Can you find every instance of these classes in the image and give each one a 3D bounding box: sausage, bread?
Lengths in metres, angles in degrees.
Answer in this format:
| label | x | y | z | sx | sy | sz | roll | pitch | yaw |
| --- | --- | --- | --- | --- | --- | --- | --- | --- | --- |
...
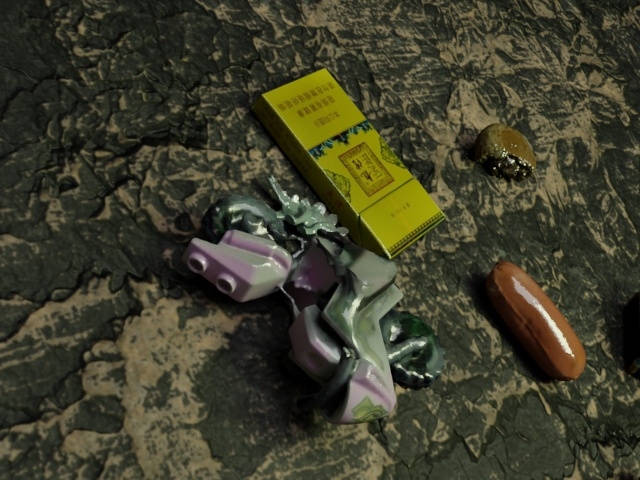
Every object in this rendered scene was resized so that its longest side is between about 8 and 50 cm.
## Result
| label | x | y | z | sx | sy | sz | roll | pitch | yaw |
| --- | --- | --- | --- | --- | --- | --- | --- | --- | --- |
| sausage | 0.302 | 0.113 | 1.311 | 0.194 | 0.077 | 0.077 | 52 | 43 | 5 |
| bread | 0.292 | -0.142 | 1.495 | 0.113 | 0.060 | 0.082 | 26 | 48 | -24 |

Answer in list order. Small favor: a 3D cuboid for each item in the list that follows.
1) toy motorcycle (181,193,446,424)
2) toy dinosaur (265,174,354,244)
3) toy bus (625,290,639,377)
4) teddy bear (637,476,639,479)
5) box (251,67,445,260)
| label | x | y | z | sx | sy | sz | roll | pitch | yaw |
| --- | --- | --- | --- | --- | --- | --- | --- | --- | --- |
| toy motorcycle | -0.011 | 0.083 | 1.036 | 0.327 | 0.143 | 0.188 | 36 | 44 | -2 |
| toy dinosaur | 0.002 | -0.001 | 1.177 | 0.082 | 0.039 | 0.209 | -29 | 81 | -48 |
| toy bus | 0.649 | 0.179 | 1.451 | 0.323 | 0.194 | 0.162 | 29 | 46 | -15 |
| teddy bear | 0.477 | 0.374 | 1.227 | 0.251 | 0.144 | 0.171 | 45 | 22 | -5 |
| box | 0.040 | -0.105 | 1.284 | 0.279 | 0.041 | 0.153 | 51 | 42 | 4 |
